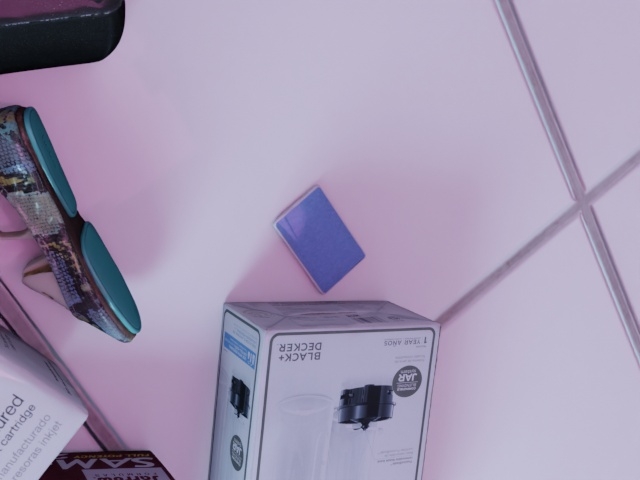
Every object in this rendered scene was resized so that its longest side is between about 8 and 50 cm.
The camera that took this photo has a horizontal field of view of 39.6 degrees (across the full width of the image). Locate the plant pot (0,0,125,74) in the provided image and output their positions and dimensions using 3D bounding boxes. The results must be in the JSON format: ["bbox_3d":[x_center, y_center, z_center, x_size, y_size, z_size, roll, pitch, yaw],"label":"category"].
[{"bbox_3d":[-0.207,-0.184,0.513,0.187,0.167,0.188,-14,108,-25],"label":"plant pot"}]

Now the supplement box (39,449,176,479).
[{"bbox_3d":[-0.194,0.284,0.669,0.130,0.073,0.239,7,98,-30],"label":"supplement box"}]

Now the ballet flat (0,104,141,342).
[{"bbox_3d":[-0.191,-0.003,0.626,0.070,0.070,0.188,-29,111,-21],"label":"ballet flat"}]

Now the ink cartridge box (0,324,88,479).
[{"bbox_3d":[-0.320,0.096,0.535,0.278,0.117,0.201,43,79,-28],"label":"ink cartridge box"}]

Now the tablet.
[{"bbox_3d":[0.000,0.000,0.755,0.054,0.006,0.083,-42,116,-15],"label":"tablet"}]

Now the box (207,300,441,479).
[{"bbox_3d":[-0.006,0.200,0.747,0.169,0.087,0.290,0,100,-29],"label":"box"}]
